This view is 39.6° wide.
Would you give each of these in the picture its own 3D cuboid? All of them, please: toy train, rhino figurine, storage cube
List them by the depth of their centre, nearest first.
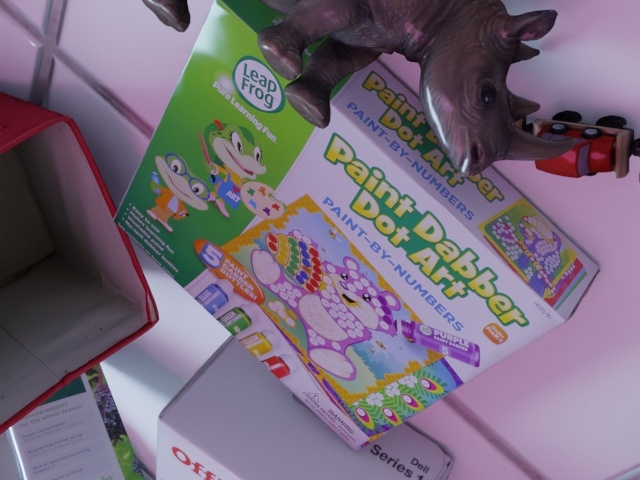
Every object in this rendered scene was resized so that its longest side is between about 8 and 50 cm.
[{"bbox_3d":[0.015,-0.112,0.411,0.243,0.106,0.073,35,172,10],"label":"rhino figurine"},{"bbox_3d":[0.121,-0.044,0.424,0.158,0.036,0.027,15,133,32],"label":"toy train"},{"bbox_3d":[-0.272,0.007,0.680,0.193,0.183,0.215,21,139,46],"label":"storage cube"}]

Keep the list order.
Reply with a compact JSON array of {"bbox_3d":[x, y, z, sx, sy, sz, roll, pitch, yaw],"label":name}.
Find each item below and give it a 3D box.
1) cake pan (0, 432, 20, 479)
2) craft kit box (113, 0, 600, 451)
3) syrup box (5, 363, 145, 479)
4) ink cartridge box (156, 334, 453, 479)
[{"bbox_3d":[-0.348,0.293,1.058,0.293,0.054,0.293,6,122,9],"label":"cake pan"},{"bbox_3d":[0.000,0.000,0.562,0.250,0.061,0.246,43,139,2],"label":"craft kit box"},{"bbox_3d":[-0.236,0.177,0.817,0.237,0.093,0.096,59,152,34],"label":"syrup box"},{"bbox_3d":[-0.030,0.234,0.748,0.201,0.117,0.278,31,139,17],"label":"ink cartridge box"}]
